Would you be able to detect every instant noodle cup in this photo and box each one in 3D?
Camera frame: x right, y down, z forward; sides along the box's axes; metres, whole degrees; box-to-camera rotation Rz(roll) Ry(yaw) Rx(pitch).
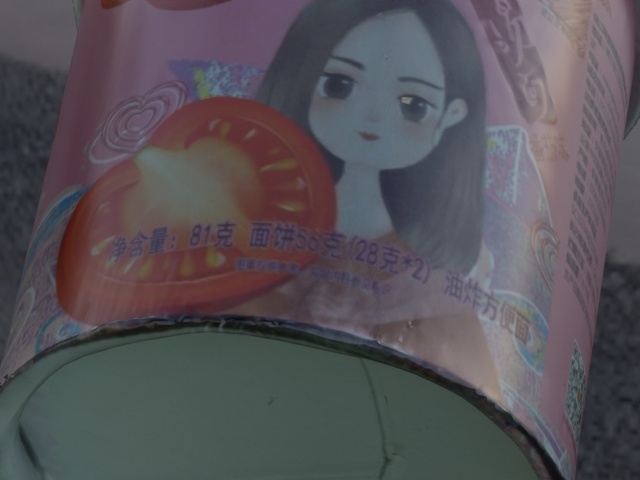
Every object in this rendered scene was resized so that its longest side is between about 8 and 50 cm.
[{"bbox_3d":[0.000,0.000,0.599,0.243,0.243,0.231,3,50,9],"label":"instant noodle cup"}]
